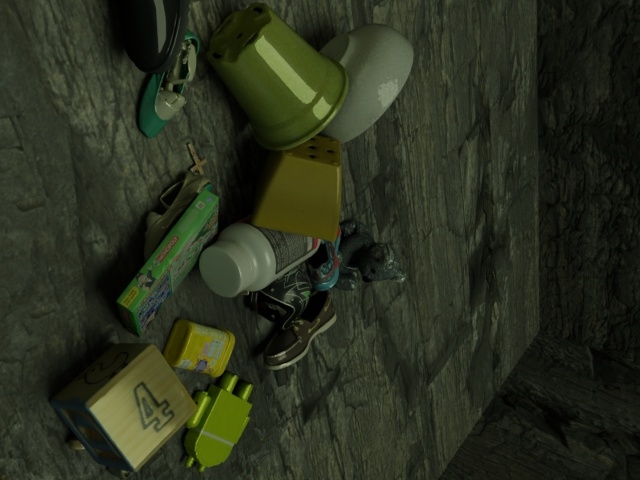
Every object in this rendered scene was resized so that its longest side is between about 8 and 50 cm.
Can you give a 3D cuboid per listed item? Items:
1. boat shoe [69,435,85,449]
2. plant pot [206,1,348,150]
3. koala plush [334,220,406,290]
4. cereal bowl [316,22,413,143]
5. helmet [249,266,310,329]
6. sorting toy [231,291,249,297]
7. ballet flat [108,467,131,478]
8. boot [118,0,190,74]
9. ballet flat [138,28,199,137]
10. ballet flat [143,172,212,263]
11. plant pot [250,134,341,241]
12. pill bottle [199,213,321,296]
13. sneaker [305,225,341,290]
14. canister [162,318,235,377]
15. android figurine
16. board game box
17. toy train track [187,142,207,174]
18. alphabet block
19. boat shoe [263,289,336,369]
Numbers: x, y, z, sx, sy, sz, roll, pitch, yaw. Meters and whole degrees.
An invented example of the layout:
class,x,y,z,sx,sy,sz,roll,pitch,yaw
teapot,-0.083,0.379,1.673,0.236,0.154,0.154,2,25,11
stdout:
class,x,y,z,sx,sy,sz,roll,pitch,yaw
boat shoe,-0.500,0.424,1.816,0.170,0.063,0.059,-18,107,-51
plant pot,-0.116,-0.392,1.827,0.254,0.276,0.276,45,68,-41
koala plush,0.147,0.051,2.405,0.203,0.221,0.196,-57,143,-21
cereal bowl,0.066,-0.415,2.015,0.141,0.339,0.339,35,74,-29
helmet,-0.105,0.138,2.144,0.169,0.169,0.162,-25,142,-47
sorting toy,-0.219,0.112,2.047,0.045,0.075,0.083,-50,141,-29
ballet flat,-0.425,0.485,1.934,0.213,0.068,0.072,-53,142,-26
boot,-0.426,-0.513,1.400,0.445,0.146,0.367,0,97,-58
ballet flat,-0.317,-0.333,1.692,0.083,0.087,0.248,14,94,-56
ballet flat,-0.342,-0.056,1.799,0.248,0.086,0.086,-56,143,-23
plant pot,-0.041,-0.149,1.950,0.212,0.212,0.187,-90,-165,-56
pill bottle,-0.151,0.020,1.990,0.318,0.176,0.177,-33,131,-50
sneaker,0.000,0.000,2.193,0.125,0.104,0.262,62,18,-56
canister,-0.305,0.269,2.002,0.170,0.073,0.126,28,82,-54
android figurine,-0.279,0.494,2.157,0.248,0.056,0.273,42,70,-54
board game box,-0.336,0.054,1.791,0.317,0.046,0.213,-56,174,-23
toy train track,-0.294,-0.191,1.859,0.048,0.014,0.083,-40,129,-28
alphabet block,-0.423,0.356,1.724,0.197,0.192,0.194,-44,114,-36
boat shoe,-0.064,0.252,2.302,0.324,0.116,0.097,-39,130,-45
